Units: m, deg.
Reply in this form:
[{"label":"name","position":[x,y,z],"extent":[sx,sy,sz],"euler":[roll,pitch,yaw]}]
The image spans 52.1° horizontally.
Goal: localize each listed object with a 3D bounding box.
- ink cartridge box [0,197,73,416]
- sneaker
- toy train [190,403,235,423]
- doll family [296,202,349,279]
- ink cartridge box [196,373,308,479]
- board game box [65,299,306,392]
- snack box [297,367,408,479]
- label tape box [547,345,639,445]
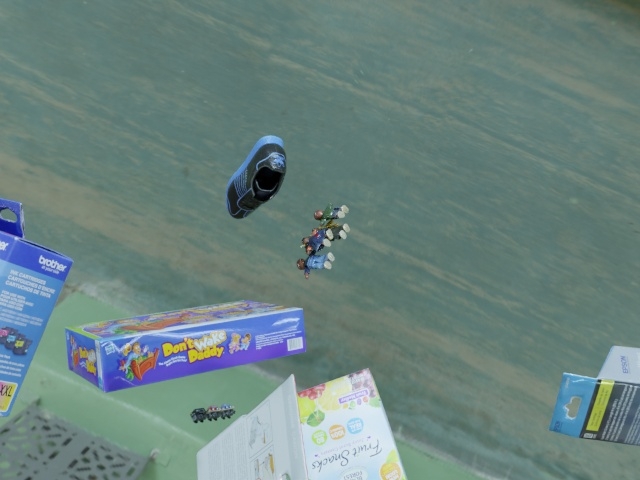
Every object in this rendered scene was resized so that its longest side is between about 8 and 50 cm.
[{"label":"ink cartridge box","position":[-0.678,0.115,1.317],"extent":[0.270,0.151,0.396],"euler":[12,75,33]},{"label":"sneaker","position":[-0.136,-0.106,1.344],"extent":[0.081,0.090,0.232],"euler":[10,138,-23]},{"label":"toy train","position":[-0.268,0.431,1.639],"extent":[0.027,0.158,0.036],"euler":[-48,62,15]},{"label":"doll family","position":[0.000,0.000,1.534],"extent":[0.111,0.193,0.076],"euler":[-4,134,45]},{"label":"ink cartridge box","position":[-0.053,0.316,0.694],"extent":[0.060,0.275,0.239],"euler":[17,135,-32]},{"label":"board game box","position":[-0.234,0.171,1.132],"extent":[0.347,0.233,0.078],"euler":[-6,92,-34]},{"label":"snack box","position":[0.043,0.361,1.188],"extent":[0.174,0.070,0.207],"euler":[-21,68,3]},{"label":"label tape box","position":[0.726,0.365,1.524],"extent":[0.347,0.115,0.249],"euler":[5,133,14]}]
